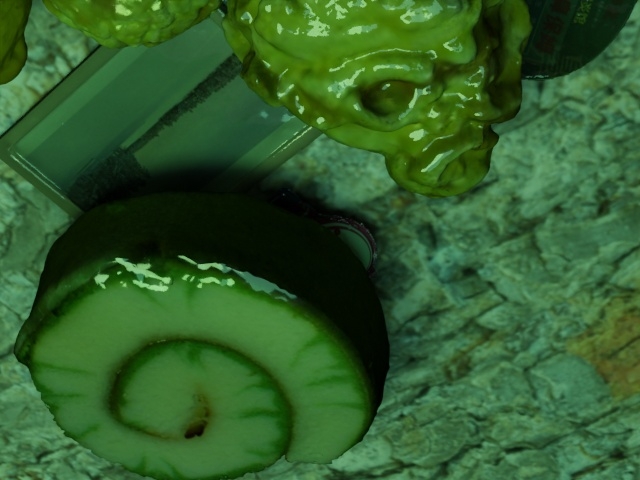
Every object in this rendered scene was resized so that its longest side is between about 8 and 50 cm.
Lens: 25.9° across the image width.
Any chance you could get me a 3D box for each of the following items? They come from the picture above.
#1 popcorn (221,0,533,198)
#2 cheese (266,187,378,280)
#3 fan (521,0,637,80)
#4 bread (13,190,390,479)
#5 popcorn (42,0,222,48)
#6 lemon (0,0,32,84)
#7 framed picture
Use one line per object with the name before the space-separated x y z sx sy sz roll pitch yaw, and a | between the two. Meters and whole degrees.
popcorn | 0.069 -0.174 1.201 0.286 0.173 0.225 34 136 -16
cheese | 0.000 0.000 1.425 0.145 0.038 0.095 40 119 -22
fan | 0.159 -0.237 1.265 0.294 0.012 0.223 -10 125 13
bread | -0.112 0.110 1.439 0.382 0.129 0.366 22 133 -10
popcorn | -0.150 -0.270 1.177 0.198 0.212 0.198 8 156 4
lemon | -0.384 -0.225 1.182 0.261 0.260 0.284 -24 115 20
framed picture | -0.158 -0.108 1.379 0.289 0.016 0.213 -36 115 26
